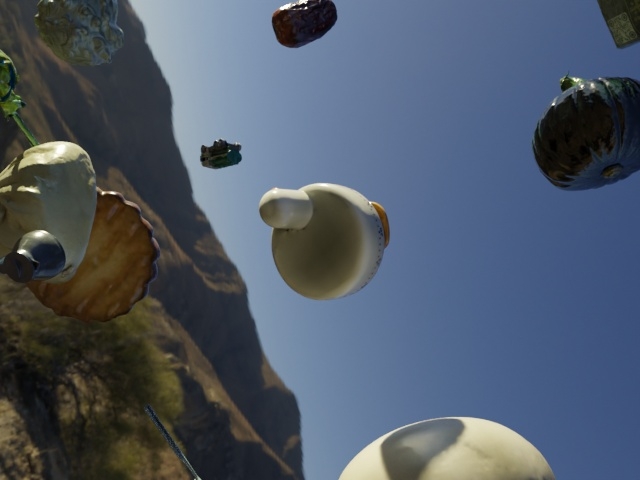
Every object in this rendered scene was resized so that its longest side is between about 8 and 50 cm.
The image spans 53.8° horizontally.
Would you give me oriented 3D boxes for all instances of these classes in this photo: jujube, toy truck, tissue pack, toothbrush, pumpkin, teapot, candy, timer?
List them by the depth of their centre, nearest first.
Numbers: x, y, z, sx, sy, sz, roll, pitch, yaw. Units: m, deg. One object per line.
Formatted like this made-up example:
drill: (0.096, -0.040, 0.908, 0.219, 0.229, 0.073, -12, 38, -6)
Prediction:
teapot: (-0.382, 0.026, 0.816, 0.057, 0.087, 0.066, -55, 137, -66)
candy: (-0.484, -0.208, 0.985, 0.073, 0.077, 0.262, 35, -19, 7)
toy truck: (-0.165, -0.140, 1.042, 0.083, 0.039, 0.044, -6, -101, 45)
jujube: (-0.027, -0.395, 1.138, 0.077, 0.129, 0.077, 45, -28, 33)
tissue pack: (0.622, -0.480, 1.160, 0.186, 0.081, 0.257, 65, -14, -6)
timer: (0.000, 0.000, 1.225, 0.233, 0.240, 0.234, 0, -90, 32)
pumpkin: (0.528, -0.232, 1.231, 0.248, 0.247, 0.248, 164, -90, -75)
toothbrush: (-0.299, 0.430, 1.296, 0.220, 0.019, 0.016, 58, 0, -6)

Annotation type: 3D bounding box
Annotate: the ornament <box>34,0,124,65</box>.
ornament: (-0.313, -0.388, 0.908, 0.120, 0.130, 0.285, 31, -74, 14)

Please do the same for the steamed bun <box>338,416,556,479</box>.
steamed bun: (0.172, 0.372, 0.892, 0.324, 0.324, 0.206, 94, -16, -51)

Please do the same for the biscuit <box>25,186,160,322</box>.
biscuit: (-0.536, 0.029, 1.471, 0.107, 0.325, 0.326, -99, 176, -79)

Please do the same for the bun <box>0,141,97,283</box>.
bun: (-0.466, -0.050, 1.043, 0.259, 0.159, 0.260, -31, -128, 52)
